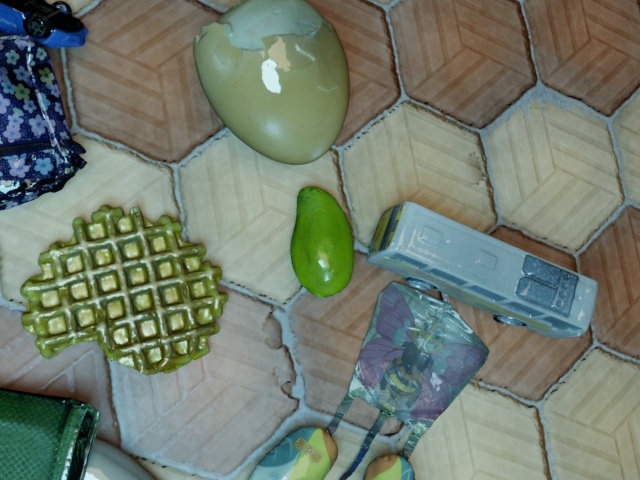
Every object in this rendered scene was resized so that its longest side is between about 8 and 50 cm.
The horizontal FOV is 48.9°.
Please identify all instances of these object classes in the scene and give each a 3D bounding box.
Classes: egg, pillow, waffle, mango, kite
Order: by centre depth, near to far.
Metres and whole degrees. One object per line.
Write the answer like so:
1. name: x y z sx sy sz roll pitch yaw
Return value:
1. waffle: -0.255 0.081 0.942 0.253 0.056 0.249 44 74 -7
2. pillow: 0.008 0.370 0.952 0.233 0.086 0.214 22 78 -3
3. egg: -0.058 -0.221 0.967 0.201 0.201 0.244 -28 104 -17
4. mango: 0.000 0.000 1.013 0.091 0.074 0.165 -9 84 -15
5. kite: 0.106 0.242 1.037 0.204 0.022 0.360 34 75 -9

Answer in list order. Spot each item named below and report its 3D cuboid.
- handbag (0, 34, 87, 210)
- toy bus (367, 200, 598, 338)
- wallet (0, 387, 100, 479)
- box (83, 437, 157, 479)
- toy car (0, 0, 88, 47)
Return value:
1. handbag: -0.426 -0.141 0.889 0.229 0.127 0.207 -15 93 -17
2. toy bus: 0.243 0.046 1.041 0.343 0.138 0.097 22 74 -10
3. wallet: -0.390 0.255 0.834 0.236 0.055 0.160 5 68 15
4. box: -0.275 0.341 0.881 0.200 0.088 0.146 42 75 -5
5. toy car: -0.420 -0.310 0.938 0.216 0.103 0.063 27 116 -12
